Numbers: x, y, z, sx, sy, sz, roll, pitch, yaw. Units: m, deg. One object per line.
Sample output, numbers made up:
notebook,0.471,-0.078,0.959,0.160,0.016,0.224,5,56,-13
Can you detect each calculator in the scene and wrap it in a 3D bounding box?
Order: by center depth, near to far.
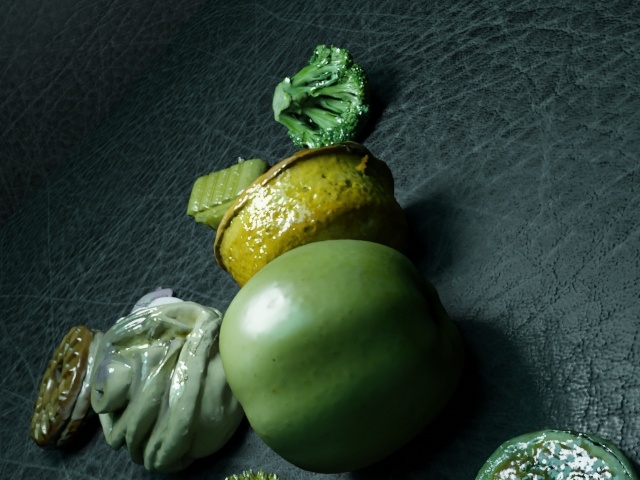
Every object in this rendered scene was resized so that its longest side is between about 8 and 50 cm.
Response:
calculator,-0.470,0.248,1.856,0.194,0.043,0.294,-16,45,42

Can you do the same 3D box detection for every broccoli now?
broccoli,0.000,-0.330,1.681,0.269,0.242,0.261,-59,43,44

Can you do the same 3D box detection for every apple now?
apple,0.030,0.165,1.081,0.357,0.357,0.357,-30,40,29

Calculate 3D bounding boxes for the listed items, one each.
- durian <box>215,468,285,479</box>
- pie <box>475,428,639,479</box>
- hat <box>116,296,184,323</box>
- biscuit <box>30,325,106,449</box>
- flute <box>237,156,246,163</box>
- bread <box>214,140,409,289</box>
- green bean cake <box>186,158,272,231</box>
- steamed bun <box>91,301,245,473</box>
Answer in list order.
durian,-0.103,0.501,1.167,0.352,0.158,0.169,44,129,56
pie,0.287,0.342,0.878,0.241,0.054,0.240,-28,42,28
hat,-0.365,0.212,1.669,0.203,0.203,0.126,-36,14,22
biscuit,-0.652,0.377,1.842,0.332,0.103,0.332,-43,33,37
flute,-0.212,-0.150,1.926,0.027,0.027,0.233,-35,37,23
bread,0.002,-0.002,1.311,0.358,0.337,0.204,-43,56,12
green bean cake,-0.156,-0.055,1.587,0.233,0.236,0.124,-12,51,41
steamed bun,-0.328,0.283,1.441,0.339,0.247,0.352,-32,50,19
